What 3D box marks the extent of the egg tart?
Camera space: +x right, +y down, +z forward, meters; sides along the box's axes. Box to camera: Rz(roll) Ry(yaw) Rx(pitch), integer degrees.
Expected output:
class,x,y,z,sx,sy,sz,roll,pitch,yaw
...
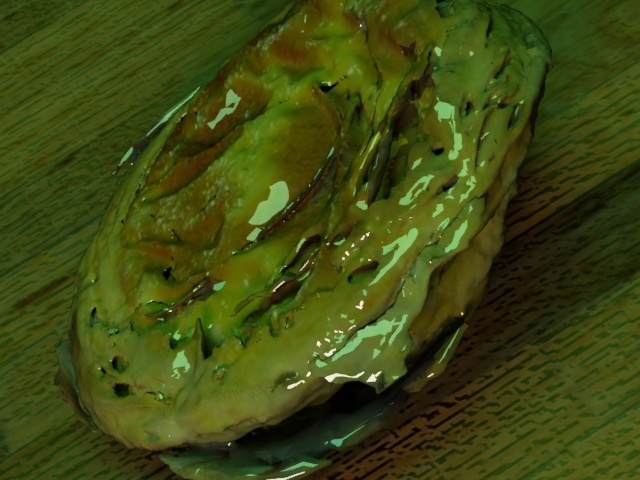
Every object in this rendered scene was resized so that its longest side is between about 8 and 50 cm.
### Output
class,x,y,z,sx,sy,sz,roll,pitch,yaw
egg tart,0.000,0.000,0.916,0.297,0.132,0.297,-25,41,24
